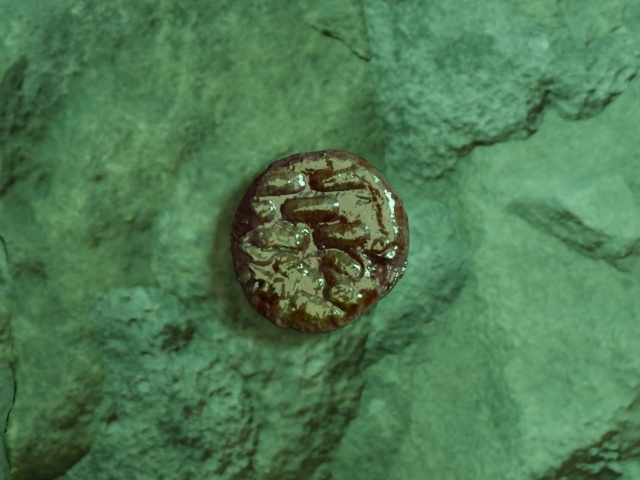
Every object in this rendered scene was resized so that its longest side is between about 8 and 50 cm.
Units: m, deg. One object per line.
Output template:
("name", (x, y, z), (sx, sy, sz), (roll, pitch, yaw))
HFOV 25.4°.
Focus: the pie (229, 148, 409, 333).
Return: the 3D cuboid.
("pie", (0.000, 0.000, 1.152), (0.154, 0.036, 0.154), (0, 86, 2))
